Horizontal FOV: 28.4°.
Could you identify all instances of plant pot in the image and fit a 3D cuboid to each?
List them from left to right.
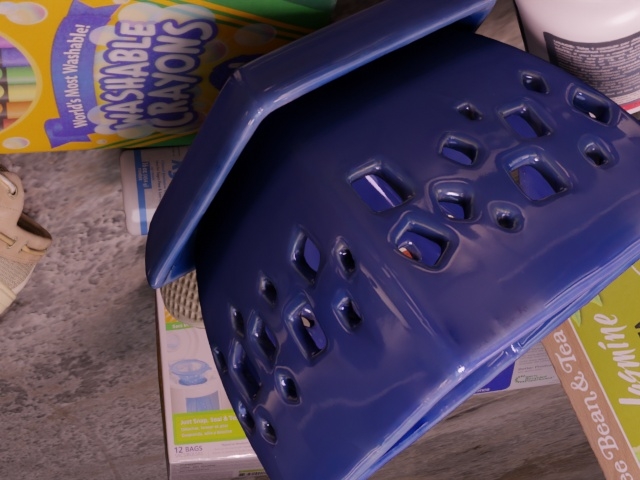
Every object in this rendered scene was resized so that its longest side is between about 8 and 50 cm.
[{"bbox_3d":[0.042,-0.006,0.760,0.236,0.212,0.236,-32,167,-36],"label":"plant pot"}]

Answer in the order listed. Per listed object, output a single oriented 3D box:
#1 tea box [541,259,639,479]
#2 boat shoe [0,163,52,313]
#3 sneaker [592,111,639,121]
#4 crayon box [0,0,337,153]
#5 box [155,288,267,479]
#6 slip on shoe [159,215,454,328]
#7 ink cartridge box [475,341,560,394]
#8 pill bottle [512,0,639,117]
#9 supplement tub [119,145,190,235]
[{"bbox_3d":[0.392,0.081,1.078,0.323,0.329,0.220,-32,166,34],"label":"tea box"},{"bbox_3d":[-0.282,-0.030,0.966,0.098,0.109,0.302,-47,162,-11],"label":"boat shoe"},{"bbox_3d":[0.327,-0.145,0.902,0.130,0.109,0.286,-2,168,-45],"label":"sneaker"},{"bbox_3d":[-0.164,-0.129,0.749,0.323,0.083,0.203,-3,159,-12],"label":"crayon box"},{"bbox_3d":[-0.110,0.137,1.307,0.114,0.203,0.103,-3,158,-9],"label":"box"},{"bbox_3d":[0.000,0.000,1.121,0.331,0.123,0.101,-23,159,23],"label":"slip on shoe"},{"bbox_3d":[0.218,0.065,1.405,0.304,0.072,0.307,-6,140,-5],"label":"ink cartridge box"},{"bbox_3d":[0.170,-0.156,0.770,0.108,0.108,0.180,-13,160,11],"label":"pill bottle"},{"bbox_3d":[-0.106,-0.042,1.021,0.107,0.071,0.071,-6,160,-8],"label":"supplement tub"}]
